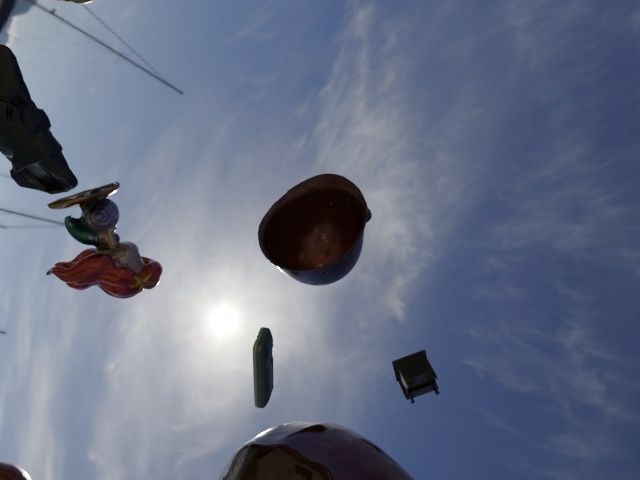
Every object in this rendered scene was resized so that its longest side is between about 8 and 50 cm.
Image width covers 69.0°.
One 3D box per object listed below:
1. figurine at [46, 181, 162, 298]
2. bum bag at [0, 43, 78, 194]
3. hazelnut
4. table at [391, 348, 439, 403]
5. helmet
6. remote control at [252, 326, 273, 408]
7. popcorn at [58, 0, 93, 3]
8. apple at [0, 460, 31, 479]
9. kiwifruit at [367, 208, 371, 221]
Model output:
[{"bbox_3d":[-0.489,0.017,1.035,0.181,0.208,0.257,-7,-73,32],"label":"figurine"},{"bbox_3d":[-0.462,-0.175,0.699,0.123,0.248,0.060,4,-134,18],"label":"bum bag"},{"bbox_3d":[-0.006,0.442,0.707,0.366,0.366,0.366,-21,-120,42],"label":"hazelnut"},{"bbox_3d":[0.219,0.312,1.057,0.083,0.070,0.082,-18,-147,-3],"label":"table"},{"bbox_3d":[0.000,0.000,1.503,0.337,0.230,0.385,1,-129,19],"label":"helmet"},{"bbox_3d":[-0.214,0.489,1.773,0.128,0.065,0.335,-69,165,-57],"label":"remote control"},{"bbox_3d":[-0.185,-0.282,0.304,0.259,0.259,0.212,-26,-120,39],"label":"popcorn"},{"bbox_3d":[-0.623,0.513,0.822,0.201,0.218,0.218,-55,-137,15],"label":"apple"},{"bbox_3d":[0.134,-0.094,1.789,0.124,0.075,0.075,-2,-109,14],"label":"kiwifruit"}]
